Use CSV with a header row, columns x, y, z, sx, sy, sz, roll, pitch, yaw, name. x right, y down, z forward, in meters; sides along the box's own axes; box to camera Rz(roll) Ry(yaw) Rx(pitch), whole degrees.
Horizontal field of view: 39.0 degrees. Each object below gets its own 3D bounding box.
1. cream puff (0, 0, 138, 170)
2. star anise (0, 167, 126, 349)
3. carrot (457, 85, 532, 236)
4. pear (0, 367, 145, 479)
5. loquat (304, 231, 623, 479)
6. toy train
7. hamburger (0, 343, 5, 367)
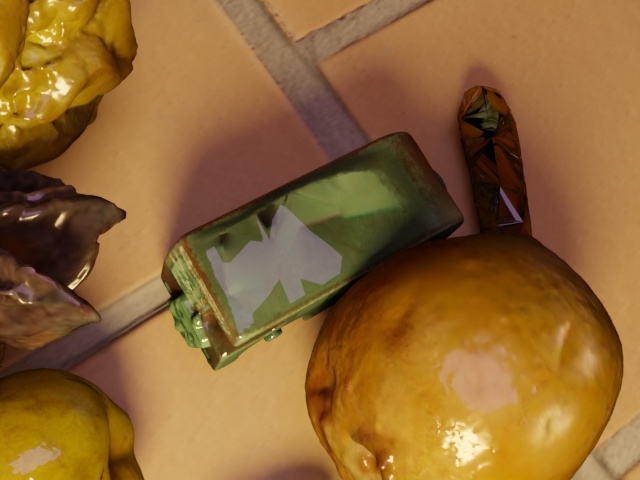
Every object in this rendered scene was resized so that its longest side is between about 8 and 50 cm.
x,y,z,sx,sy,sz,roll,pitch,yaw,name
-0.289,-0.191,0.806,0.257,0.324,0.291,21,38,-26,cream puff
-0.314,0.044,0.743,0.332,0.331,0.117,-47,129,-21,star anise
0.197,-0.062,1.012,0.069,0.069,0.229,-2,73,-13,carrot
-0.249,0.204,0.755,0.200,0.200,0.200,4,71,-11,pear
0.136,0.132,0.832,0.284,0.276,0.276,-13,74,-38,loquat
0.000,0.000,0.895,0.326,0.159,0.129,-27,82,-20,toy train
-0.335,0.093,0.848,0.076,0.044,0.083,-12,77,-18,hamburger
